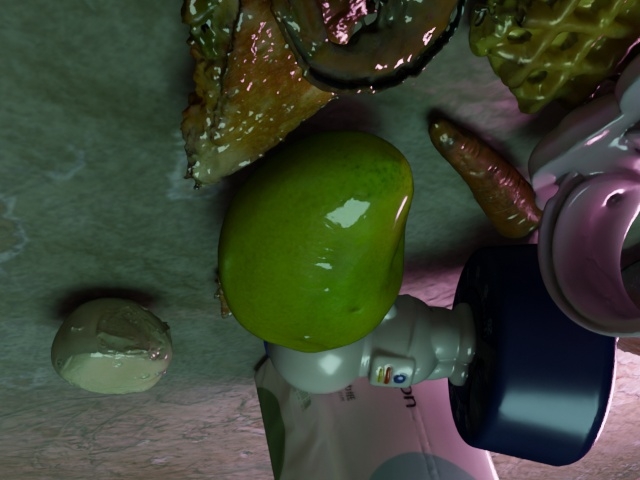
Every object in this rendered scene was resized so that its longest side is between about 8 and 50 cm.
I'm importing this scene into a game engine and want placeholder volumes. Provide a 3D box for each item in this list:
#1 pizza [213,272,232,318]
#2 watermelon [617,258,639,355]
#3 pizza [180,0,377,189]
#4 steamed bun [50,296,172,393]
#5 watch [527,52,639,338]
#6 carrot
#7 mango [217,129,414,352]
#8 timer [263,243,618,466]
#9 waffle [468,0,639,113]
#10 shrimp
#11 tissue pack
[{"bbox_3d":[-0.099,0.061,0.961,0.083,0.025,0.078,16,133,-37],"label":"pizza"},{"bbox_3d":[0.509,0.114,1.144,0.262,0.201,0.213,-24,140,22],"label":"watermelon"},{"bbox_3d":[-0.043,-0.142,0.625,0.147,0.069,0.226,-21,152,-25],"label":"pizza"},{"bbox_3d":[-0.237,0.117,0.928,0.130,0.091,0.112,10,137,-30],"label":"steamed bun"},{"bbox_3d":[0.315,-0.029,0.716,0.211,0.217,0.248,10,145,-36],"label":"watch"},{"bbox_3d":[0.165,-0.071,0.842,0.061,0.061,0.210,-29,143,22],"label":"carrot"},{"bbox_3d":[-0.008,0.003,0.792,0.185,0.149,0.273,-5,143,-3],"label":"mango"},{"bbox_3d":[0.124,0.119,0.987,0.383,0.270,0.270,6,146,-4],"label":"timer"},{"bbox_3d":[0.243,-0.208,0.655,0.291,0.051,0.291,-13,148,-8],"label":"waffle"},{"bbox_3d":[0.019,-0.190,0.526,0.253,0.058,0.173,30,93,-49],"label":"shrimp"},{"bbox_3d":[0.081,0.304,1.108,0.266,0.356,0.194,4,144,-30],"label":"tissue pack"}]
